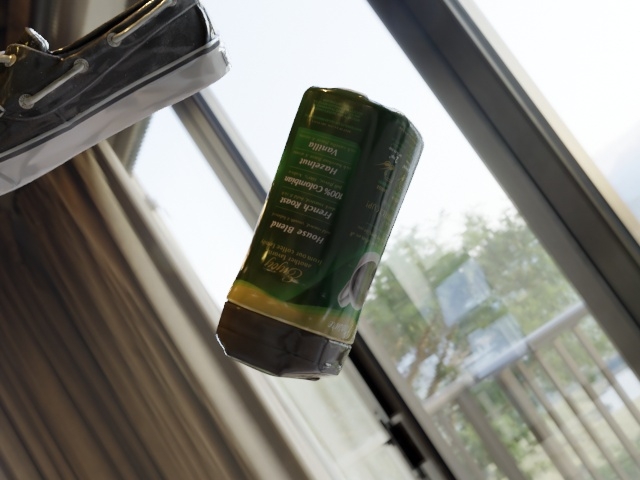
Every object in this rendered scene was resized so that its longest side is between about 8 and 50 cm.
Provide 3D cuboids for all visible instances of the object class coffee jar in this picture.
[{"bbox_3d":[0.000,0.000,0.614,0.184,0.079,0.096,-70,-20,-4],"label":"coffee jar"}]

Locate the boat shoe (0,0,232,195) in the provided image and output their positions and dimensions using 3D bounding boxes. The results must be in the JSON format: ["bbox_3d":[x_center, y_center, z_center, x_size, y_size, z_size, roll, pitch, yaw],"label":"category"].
[{"bbox_3d":[-0.222,-0.120,0.765,0.301,0.102,0.108,-28,25,-7],"label":"boat shoe"}]
